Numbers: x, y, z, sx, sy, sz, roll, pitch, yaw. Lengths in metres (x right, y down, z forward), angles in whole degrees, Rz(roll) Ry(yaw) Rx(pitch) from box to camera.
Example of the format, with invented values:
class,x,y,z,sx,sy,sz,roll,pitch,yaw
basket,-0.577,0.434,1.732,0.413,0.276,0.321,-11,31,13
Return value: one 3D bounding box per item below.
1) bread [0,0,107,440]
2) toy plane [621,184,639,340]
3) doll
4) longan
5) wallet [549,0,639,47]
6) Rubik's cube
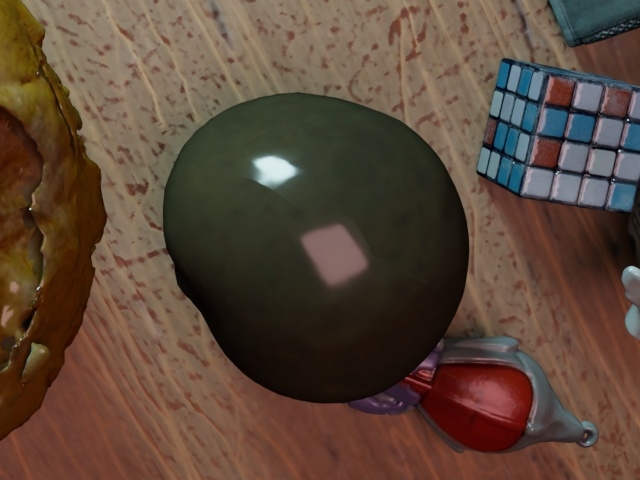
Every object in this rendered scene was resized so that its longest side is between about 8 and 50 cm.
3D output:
class,x,y,z,sx,sy,sz,roll,pitch,yaw
bread,-0.313,-0.003,0.863,0.358,0.204,0.336,-35,117,-26
toy plane,0.292,-0.035,1.059,0.118,0.252,0.252,33,94,17
doll,0.108,0.112,1.105,0.228,0.075,0.102,19,113,-8
longan,0.000,0.000,0.989,0.196,0.196,0.220,-36,99,-4
wallet,0.227,-0.199,1.062,0.129,0.026,0.088,-20,108,22
Rubik's cube,0.179,-0.077,1.067,0.092,0.092,0.092,8,101,-17
